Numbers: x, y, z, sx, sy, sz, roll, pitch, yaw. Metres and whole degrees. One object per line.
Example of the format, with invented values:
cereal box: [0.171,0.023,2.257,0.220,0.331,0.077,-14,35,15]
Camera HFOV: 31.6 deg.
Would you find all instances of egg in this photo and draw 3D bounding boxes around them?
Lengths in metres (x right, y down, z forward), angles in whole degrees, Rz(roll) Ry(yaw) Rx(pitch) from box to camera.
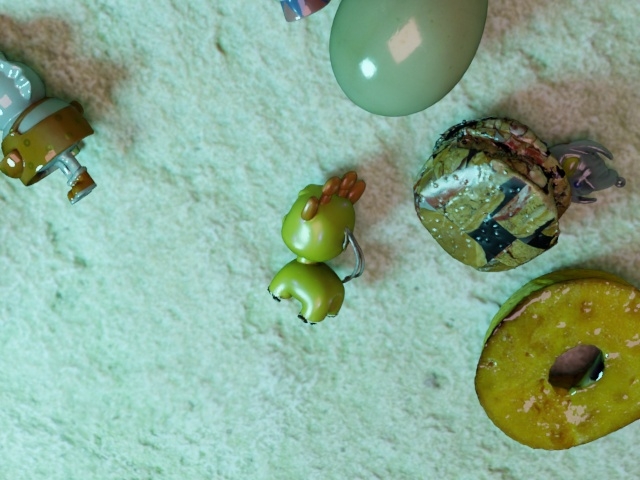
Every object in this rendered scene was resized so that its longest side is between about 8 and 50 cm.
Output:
egg: [0.118,-0.281,1.474,0.188,0.188,0.254,32,106,-10]

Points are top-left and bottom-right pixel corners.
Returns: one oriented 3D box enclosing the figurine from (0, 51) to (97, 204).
figurine: [-0.407,-0.176,1.598,0.143,0.143,0.271,-24,86,13]

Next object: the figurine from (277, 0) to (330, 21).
figurine: [-0.057,-0.420,1.451,0.158,0.161,0.276,-21,124,-34]

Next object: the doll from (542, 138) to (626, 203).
doll: [0.338,-0.105,1.608,0.194,0.062,0.104,14,113,5]

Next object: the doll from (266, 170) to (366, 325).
doll: [0.000,0.000,1.640,0.135,0.143,0.221,33,118,27]

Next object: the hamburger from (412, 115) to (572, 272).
hamburger: [0.236,-0.060,1.585,0.230,0.107,0.231,14,135,14]

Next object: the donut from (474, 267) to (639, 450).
donut: [0.375,0.171,1.702,0.302,0.110,0.303,0,114,1]
